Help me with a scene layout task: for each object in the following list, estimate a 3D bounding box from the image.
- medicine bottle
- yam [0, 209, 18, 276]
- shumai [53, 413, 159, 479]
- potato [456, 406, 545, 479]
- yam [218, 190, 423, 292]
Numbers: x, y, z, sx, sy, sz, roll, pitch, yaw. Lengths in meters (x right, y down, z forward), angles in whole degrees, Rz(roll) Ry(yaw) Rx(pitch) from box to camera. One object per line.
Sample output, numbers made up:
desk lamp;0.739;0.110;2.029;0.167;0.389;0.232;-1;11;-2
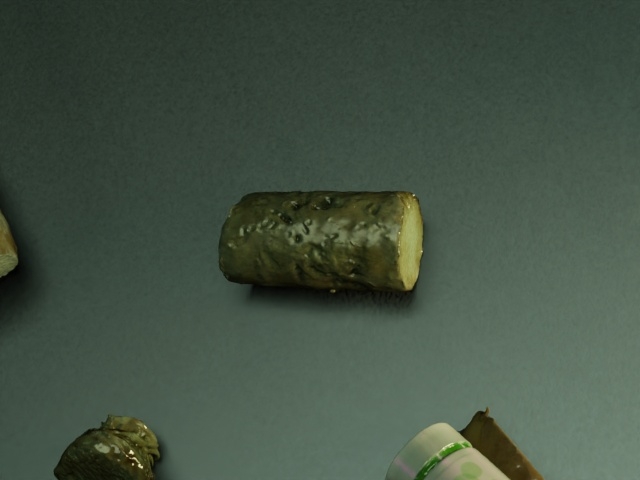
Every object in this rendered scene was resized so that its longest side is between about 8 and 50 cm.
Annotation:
medicine bottle;0.147;0.250;1.593;0.086;0.086;0.183;-44;58;-8
yam;-0.431;-0.062;1.944;0.133;0.133;0.330;-30;60;-1
shumai;-0.201;0.213;1.788;0.099;0.124;0.087;29;52;-4
potato;0.170;0.276;1.678;0.138;0.098;0.243;-40;64;-4
yam;0.000;0.000;1.827;0.194;0.107;0.107;1;68;14
